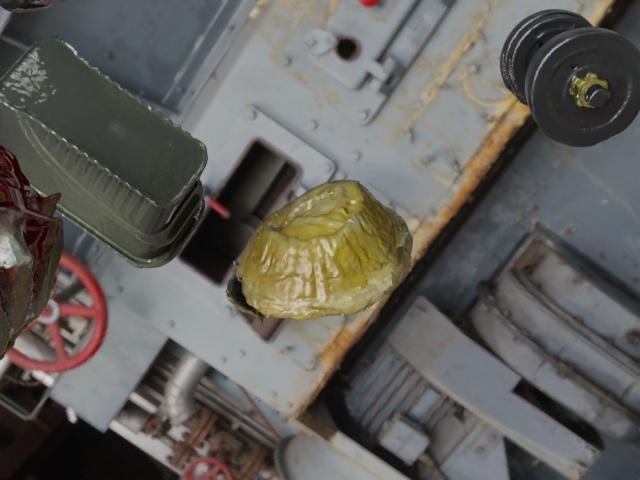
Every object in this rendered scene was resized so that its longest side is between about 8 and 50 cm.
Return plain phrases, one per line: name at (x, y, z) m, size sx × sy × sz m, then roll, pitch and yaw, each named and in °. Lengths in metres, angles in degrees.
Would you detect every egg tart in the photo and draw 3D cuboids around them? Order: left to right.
egg tart at (0.000, 0.000, 0.904) m, size 0.231 × 0.098 × 0.252 m, roll 12°, pitch 38°, yaw 41°

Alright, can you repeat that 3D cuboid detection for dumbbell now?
dumbbell at (0.416, -0.282, 1.309) m, size 0.185 × 0.185 × 0.388 m, roll -54°, pitch 11°, yaw 21°

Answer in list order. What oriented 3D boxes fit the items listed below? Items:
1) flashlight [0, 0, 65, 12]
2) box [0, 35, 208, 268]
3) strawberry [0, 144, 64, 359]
flashlight at (-0.237, -0.287, 0.773) m, size 0.424 × 0.103 × 0.103 m, roll 14°, pitch 65°, yaw 49°
box at (-0.254, -0.096, 0.904) m, size 0.138 × 0.274 × 0.178 m, roll -61°, pitch 12°, yaw -24°
strawberry at (-0.359, 0.008, 0.520) m, size 0.292 × 0.343 × 0.292 m, roll -49°, pitch 20°, yaw 24°
